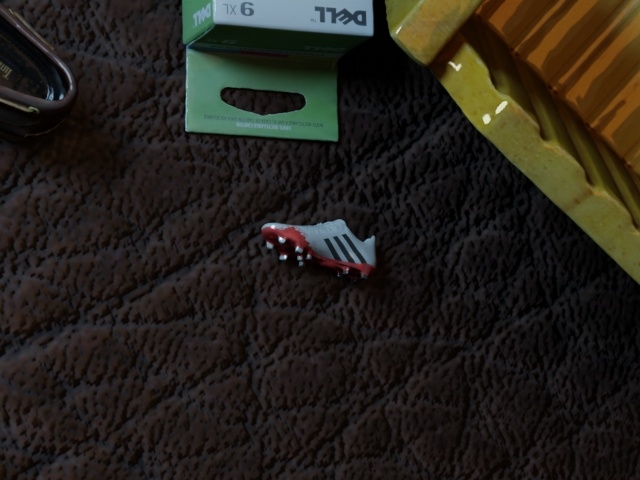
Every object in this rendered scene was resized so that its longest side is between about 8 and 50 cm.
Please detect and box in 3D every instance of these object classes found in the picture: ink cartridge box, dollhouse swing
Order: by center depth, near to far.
[{"bbox_3d":[0.268,-0.142,0.995,0.347,0.315,0.305,43,104,-12],"label":"dollhouse swing"},{"bbox_3d":[-0.028,-0.173,1.008,0.109,0.062,0.209,2,82,-24],"label":"ink cartridge box"}]

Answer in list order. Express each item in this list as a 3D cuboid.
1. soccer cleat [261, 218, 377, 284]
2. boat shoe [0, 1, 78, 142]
[{"bbox_3d":[0.000,0.000,1.016,0.083,0.029,0.035,21,66,-23],"label":"soccer cleat"},{"bbox_3d":[-0.227,-0.135,0.912,0.207,0.073,0.073,33,72,-14],"label":"boat shoe"}]
